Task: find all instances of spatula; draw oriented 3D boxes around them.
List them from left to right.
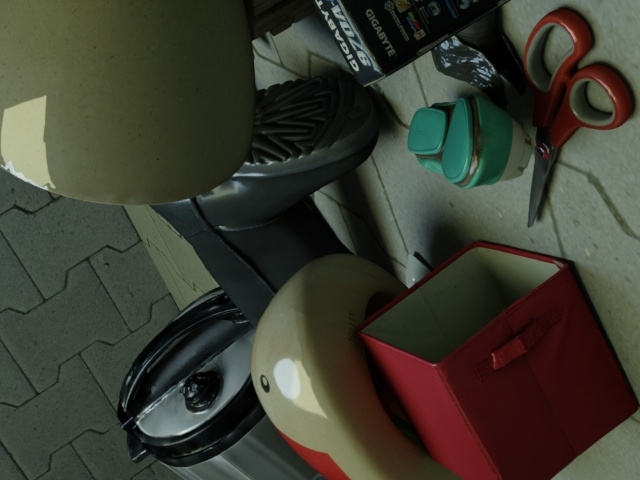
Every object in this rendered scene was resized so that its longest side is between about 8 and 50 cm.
[{"bbox_3d":[0.170,0.126,1.505,0.168,0.019,0.242,44,162,22],"label":"spatula"}]

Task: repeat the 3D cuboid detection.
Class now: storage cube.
[{"bbox_3d":[0.188,0.137,1.162,0.193,0.184,0.215,60,163,-17],"label":"storage cube"}]

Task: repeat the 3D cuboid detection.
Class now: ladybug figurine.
[{"bbox_3d":[0.062,0.194,1.349,0.449,0.162,0.305,41,-142,-42],"label":"ladybug figurine"}]

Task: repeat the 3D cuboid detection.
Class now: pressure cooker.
[{"bbox_3d":[-0.132,0.278,1.928,0.376,0.369,0.420,-4,141,46],"label":"pressure cooker"}]

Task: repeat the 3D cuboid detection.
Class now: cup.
[{"bbox_3d":[-0.211,-0.233,1.141,0.331,0.331,0.237,47,136,32],"label":"cup"}]

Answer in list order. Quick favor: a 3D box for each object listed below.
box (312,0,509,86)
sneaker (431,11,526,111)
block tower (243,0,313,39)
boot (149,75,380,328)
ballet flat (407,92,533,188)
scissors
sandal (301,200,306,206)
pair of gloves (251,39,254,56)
[{"bbox_3d":[0.053,-0.254,0.805,0.220,0.175,0.051,59,163,-9],"label":"box"},{"bbox_3d":[0.112,-0.188,0.979,0.170,0.051,0.089,32,151,36],"label":"sneaker"},{"bbox_3d":[-0.057,-0.340,1.123,0.097,0.091,0.335,51,164,16],"label":"block tower"},{"bbox_3d":[-0.002,0.000,1.454,0.367,0.146,0.445,-7,137,31],"label":"boot"},{"bbox_3d":[0.146,-0.091,0.985,0.247,0.087,0.083,-126,46,-79],"label":"ballet flat"},{"bbox_3d":[0.201,-0.101,0.965,0.109,0.021,0.297,51,165,12],"label":"scissors"},{"bbox_3d":[-0.041,0.029,1.750,0.445,0.168,0.107,65,-171,-3],"label":"sandal"},{"bbox_3d":[-0.164,-0.373,1.468,0.204,0.042,0.240,39,156,48],"label":"pair of gloves"}]
